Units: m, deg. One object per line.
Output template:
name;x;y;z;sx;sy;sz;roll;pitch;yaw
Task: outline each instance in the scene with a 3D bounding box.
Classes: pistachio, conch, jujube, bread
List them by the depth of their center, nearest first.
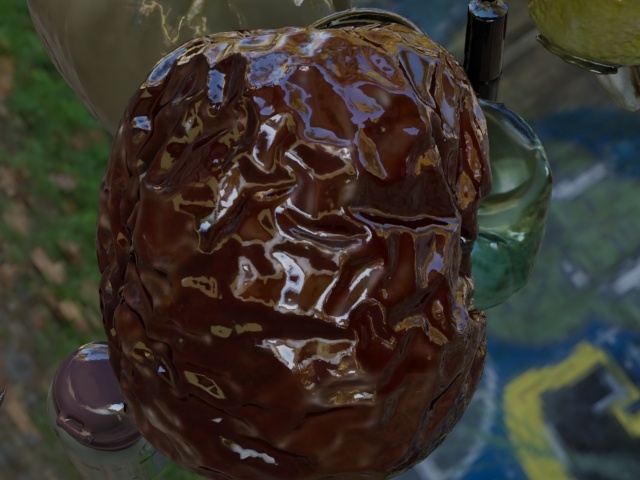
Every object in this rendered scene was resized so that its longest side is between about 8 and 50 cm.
jujube;-0.015;0.009;0.953;0.213;0.213;0.232;-111;-164;-79
conch;0.132;-0.025;1.739;0.176;0.188;0.122;48;2;-23
bread;0.307;-0.273;1.918;0.197;0.197;0.170;57;-35;33
pistachio;-0.135;-0.238;2.153;0.445;0.365;0.281;46;39;-41

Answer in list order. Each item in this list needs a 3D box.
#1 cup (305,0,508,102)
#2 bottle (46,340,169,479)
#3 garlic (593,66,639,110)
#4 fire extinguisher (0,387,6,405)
cup;0.088;-0.115;1.810;0.177;0.239;0.166;58;15;-55
bottle;-0.184;0.149;1.685;0.110;0.110;0.233;56;-11;13
garlic;0.481;-0.314;2.554;0.132;0.279;0.325;20;41;-44
fire extinguisher;-0.349;0.081;1.338;0.344;0.102;0.138;32;40;-44
